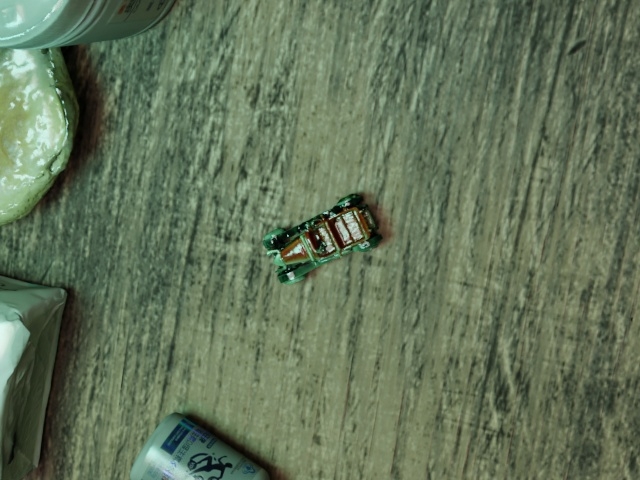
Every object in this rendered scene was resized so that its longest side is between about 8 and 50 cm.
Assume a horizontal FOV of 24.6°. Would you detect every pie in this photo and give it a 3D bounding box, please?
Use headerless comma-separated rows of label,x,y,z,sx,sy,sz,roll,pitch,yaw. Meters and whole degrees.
pie,-0.446,-0.154,1.824,0.338,0.075,0.337,3,102,14

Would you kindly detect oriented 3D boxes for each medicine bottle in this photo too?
medicine bottle,-0.135,0.308,1.846,0.191,0.107,0.107,32,106,7
medicine bottle,-0.295,-0.314,1.655,0.190,0.332,0.189,3,101,14

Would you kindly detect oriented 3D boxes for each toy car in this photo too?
toy car,0.000,0.000,1.783,0.143,0.054,0.073,-24,93,16

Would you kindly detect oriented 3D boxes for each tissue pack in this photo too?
tissue pack,-0.525,0.156,1.872,0.357,0.194,0.266,14,103,10
